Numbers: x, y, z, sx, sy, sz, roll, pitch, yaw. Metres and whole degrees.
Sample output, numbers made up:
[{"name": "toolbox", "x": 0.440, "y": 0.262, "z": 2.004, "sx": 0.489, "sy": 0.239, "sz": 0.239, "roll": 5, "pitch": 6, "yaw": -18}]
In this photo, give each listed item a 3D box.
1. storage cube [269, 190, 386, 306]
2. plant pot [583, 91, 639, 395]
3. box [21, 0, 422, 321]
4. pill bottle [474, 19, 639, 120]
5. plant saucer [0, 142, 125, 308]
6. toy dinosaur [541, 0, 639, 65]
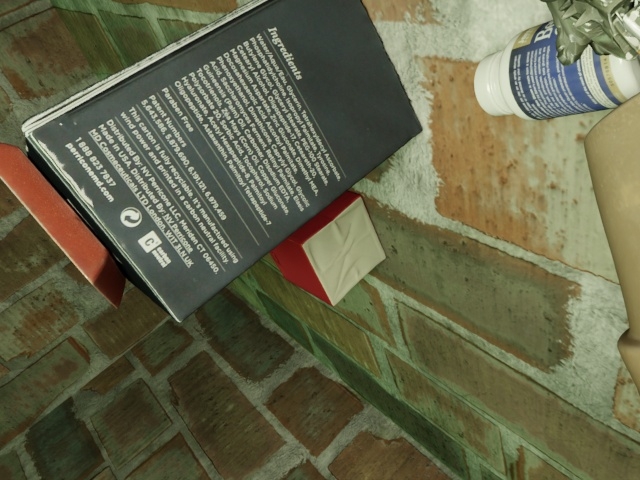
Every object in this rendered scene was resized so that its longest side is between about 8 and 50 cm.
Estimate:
[{"name": "storage cube", "x": 0.000, "y": 0.000, "z": 1.133, "sx": 0.193, "sy": 0.184, "sz": 0.215, "roll": 23, "pitch": 146, "yaw": 49}, {"name": "plant pot", "x": 0.329, "y": -0.020, "z": 0.378, "sx": 0.263, "sy": 0.263, "sz": 0.229, "roll": 125, "pitch": 124, "yaw": -69}, {"name": "box", "x": -0.187, "y": -0.158, "z": 0.842, "sx": 0.297, "sy": 0.472, "sz": 0.480, "roll": 57, "pitch": 158, "yaw": -20}, {"name": "pill bottle", "x": 0.238, "y": -0.169, "z": 0.486, "sx": 0.094, "sy": 0.094, "sz": 0.169, "roll": 58, "pitch": 158, "yaw": -20}, {"name": "plant saucer", "x": -0.400, "y": -0.020, "z": 0.777, "sx": 0.259, "sy": 0.048, "sz": 0.258, "roll": 48, "pitch": 159, "yaw": 2}, {"name": "toy dinosaur", "x": 0.202, "y": -0.128, "z": 0.204, "sx": 0.322, "sy": 0.164, "sz": 0.218, "roll": 44, "pitch": -155, "yaw": -35}]
